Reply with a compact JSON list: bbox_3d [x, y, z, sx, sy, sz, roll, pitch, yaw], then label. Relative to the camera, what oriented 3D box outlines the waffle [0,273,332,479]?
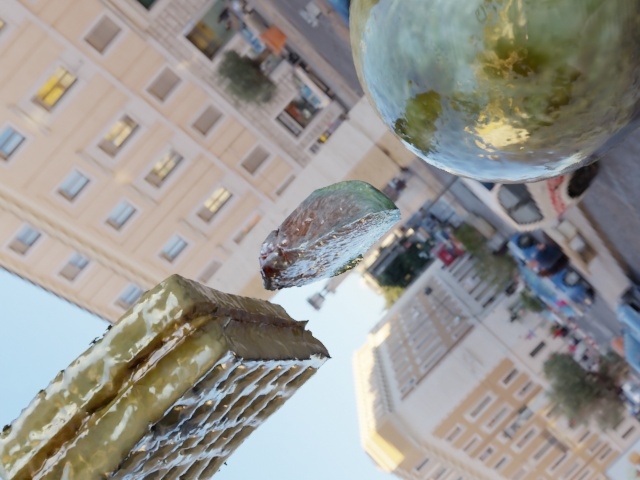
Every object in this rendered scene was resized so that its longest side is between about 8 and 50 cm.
[{"bbox_3d":[-0.139,0.167,0.908,0.114,0.261,0.376,49,-176,17],"label":"waffle"}]

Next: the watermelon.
[{"bbox_3d":[0.007,-0.006,0.784,0.081,0.180,0.094,49,-138,2],"label":"watermelon"}]

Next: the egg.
[{"bbox_3d":[0.140,-0.159,0.607,0.238,0.238,0.289,43,180,-5],"label":"egg"}]
